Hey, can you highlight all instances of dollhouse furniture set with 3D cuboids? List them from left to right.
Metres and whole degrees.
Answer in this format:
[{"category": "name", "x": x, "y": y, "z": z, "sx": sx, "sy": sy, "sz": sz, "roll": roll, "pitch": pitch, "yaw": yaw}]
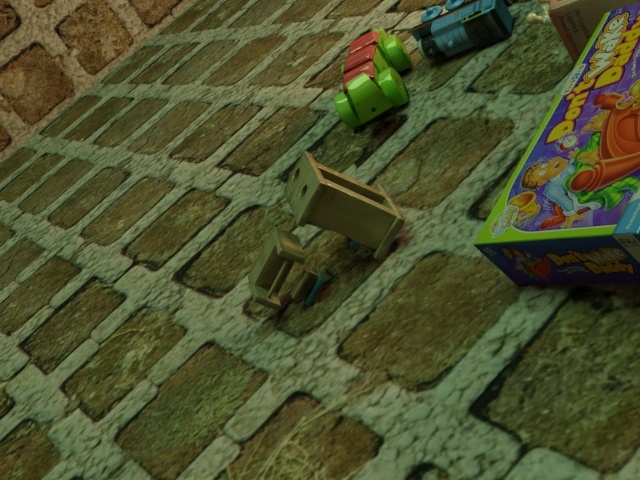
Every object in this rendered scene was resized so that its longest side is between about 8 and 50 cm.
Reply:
[{"category": "dollhouse furniture set", "x": 0.000, "y": 0.000, "z": 1.295, "sx": 0.183, "sy": 0.129, "sz": 0.129, "roll": -60, "pitch": 20, "yaw": 17}]

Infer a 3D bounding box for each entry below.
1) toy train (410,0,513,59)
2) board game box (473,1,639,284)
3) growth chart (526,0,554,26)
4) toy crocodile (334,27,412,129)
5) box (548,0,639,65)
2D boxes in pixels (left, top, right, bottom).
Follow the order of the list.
[{"category": "toy train", "x": 0.239, "y": -0.365, "z": 1.624, "sx": 0.184, "sy": 0.080, "sz": 0.105, "roll": -18, "pitch": 37, "yaw": 31}, {"category": "board game box", "x": 0.333, "y": -0.115, "z": 0.999, "sx": 0.347, "sy": 0.078, "sz": 0.233, "roll": -58, "pitch": 23, "yaw": -19}, {"category": "growth chart", "x": 0.396, "y": -0.399, "z": 1.368, "sx": 0.021, "sy": 0.172, "sz": 0.237, "roll": 111, "pitch": 172, "yaw": -78}, {"category": "toy crocodile", "x": 0.083, "y": -0.291, "z": 1.650, "sx": 0.115, "sy": 0.105, "sz": 0.340, "roll": -24, "pitch": 28, "yaw": 21}, {"category": "box", "x": 0.429, "y": -0.304, "z": 1.221, "sx": 0.232, "sy": 0.148, "sz": 0.127, "roll": -17, "pitch": 33, "yaw": 33}]
